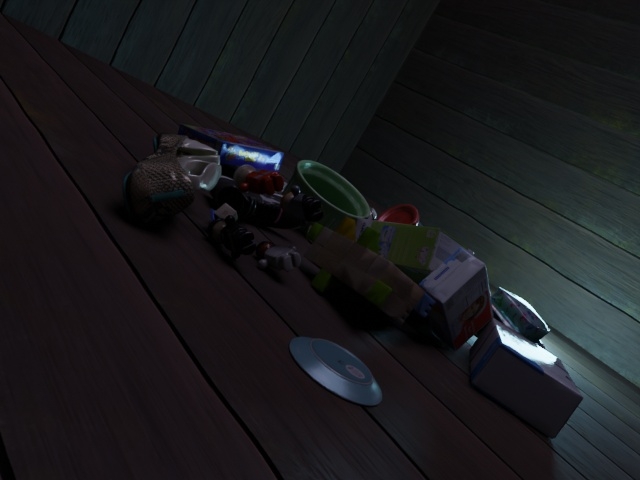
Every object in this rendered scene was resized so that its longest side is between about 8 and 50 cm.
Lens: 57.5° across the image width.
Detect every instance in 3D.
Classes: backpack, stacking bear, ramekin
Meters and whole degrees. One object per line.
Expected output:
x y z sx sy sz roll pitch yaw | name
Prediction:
0.600 0.281 1.845 0.253 0.191 0.225 33 19 -42 | backpack
0.325 0.028 2.148 0.289 0.175 0.164 64 31 -27 | stacking bear
0.008 -0.125 2.005 0.303 0.148 0.303 30 25 -16 | ramekin

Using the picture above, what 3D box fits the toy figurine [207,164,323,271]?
-0.123 -0.047 1.309 0.209 0.213 0.148 26 -5 -41 | toy figurine

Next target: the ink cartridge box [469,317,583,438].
0.506 0.333 1.480 0.223 0.129 0.307 33 11 9 | ink cartridge box

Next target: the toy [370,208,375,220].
0.182 0.016 1.977 0.237 0.056 0.137 69 1 -54 | toy

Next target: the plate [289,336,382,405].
0.032 0.217 1.012 0.188 0.024 0.188 30 10 -6 | plate

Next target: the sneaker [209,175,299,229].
-0.176 -0.086 1.631 0.295 0.105 0.147 22 14 -14 | sneaker

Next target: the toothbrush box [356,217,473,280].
0.251 0.038 1.647 0.283 0.122 0.206 8 -14 44 | toothbrush box

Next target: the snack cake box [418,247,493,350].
0.361 0.160 1.529 0.089 0.152 0.264 40 -16 39 | snack cake box

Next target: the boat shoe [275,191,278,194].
-0.192 -0.129 1.896 0.072 0.068 0.190 48 27 21 | boat shoe

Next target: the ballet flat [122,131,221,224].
-0.315 -0.154 1.336 0.181 0.164 0.483 -9 20 -4 | ballet flat

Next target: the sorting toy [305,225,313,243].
0.000 0.000 1.868 0.075 0.045 0.083 30 8 -44 | sorting toy

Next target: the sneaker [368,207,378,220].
0.149 -0.040 2.294 0.148 0.131 0.350 64 -8 -9 | sneaker

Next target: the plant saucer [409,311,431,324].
0.260 0.176 1.737 0.277 0.041 0.278 29 9 -5 | plant saucer

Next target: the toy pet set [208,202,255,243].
-0.224 -0.027 1.393 0.122 0.065 0.114 37 -23 16 | toy pet set

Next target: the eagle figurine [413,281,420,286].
0.398 0.156 1.967 0.298 0.225 0.226 57 43 -26 | eagle figurine

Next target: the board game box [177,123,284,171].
-0.337 -0.349 2.211 0.233 0.078 0.347 26 15 30 | board game box

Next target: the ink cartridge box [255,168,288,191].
-0.190 -0.206 2.226 0.238 0.060 0.275 29 10 -13 | ink cartridge box

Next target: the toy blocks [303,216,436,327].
0.136 0.109 1.451 0.261 0.191 0.381 39 -5 -34 | toy blocks
